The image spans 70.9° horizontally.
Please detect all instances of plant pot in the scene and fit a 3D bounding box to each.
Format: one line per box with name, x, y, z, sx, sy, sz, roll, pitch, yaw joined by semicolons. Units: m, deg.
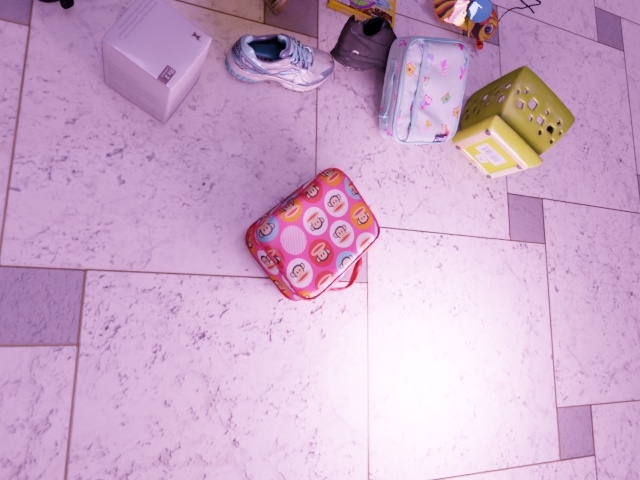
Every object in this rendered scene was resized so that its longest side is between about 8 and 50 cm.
plant pot;0.533;-0.316;1.290;0.228;0.227;0.207;39;75;-14

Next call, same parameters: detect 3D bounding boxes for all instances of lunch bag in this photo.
lunch bag;0.000;0.000;1.060;0.293;0.120;0.258;-40;99;-24
lunch bag;0.267;-0.386;1.188;0.223;0.108;0.279;-7;114;-28

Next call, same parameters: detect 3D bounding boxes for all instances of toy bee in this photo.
toy bee;0.474;-0.667;1.367;0.298;0.162;0.195;28;51;15

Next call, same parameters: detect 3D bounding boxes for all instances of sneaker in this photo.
sneaker;-0.080;-0.439;1.093;0.282;0.122;0.110;-9;85;-28
sneaker;0.163;-0.513;1.180;0.286;0.130;0.109;-13;51;-39

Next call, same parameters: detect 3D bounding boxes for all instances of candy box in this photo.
candy box;0.119;-0.675;1.272;0.205;0.027;0.105;11;74;-22

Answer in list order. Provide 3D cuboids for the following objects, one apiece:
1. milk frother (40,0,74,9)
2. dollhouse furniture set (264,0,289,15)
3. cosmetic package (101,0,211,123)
milk frother;-0.531;-0.568;0.913;0.129;0.134;0.143;33;70;-16
dollhouse furniture set;-0.056;-0.676;1.101;0.101;0.181;0.161;46;67;-24
cosmetic package;-0.342;-0.373;0.937;0.151;0.183;0.151;34;70;-15
